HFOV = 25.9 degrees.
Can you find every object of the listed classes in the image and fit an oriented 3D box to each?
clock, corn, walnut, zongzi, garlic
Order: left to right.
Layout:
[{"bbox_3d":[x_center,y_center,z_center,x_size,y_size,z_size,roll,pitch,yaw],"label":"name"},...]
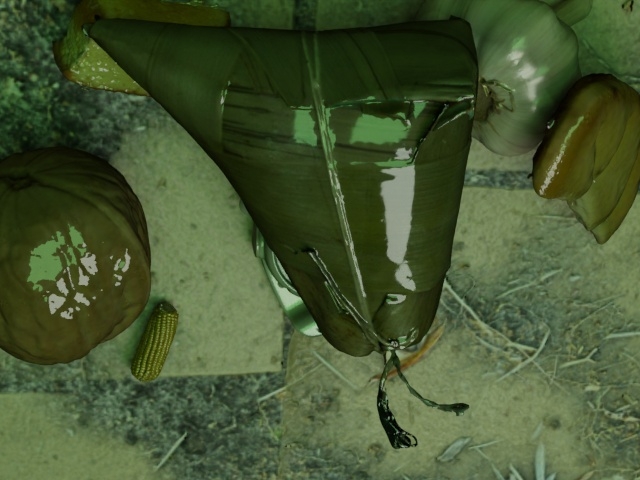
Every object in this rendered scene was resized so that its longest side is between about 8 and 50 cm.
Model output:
[{"bbox_3d":[-0.271,0.018,1.427,0.228,0.228,0.228,-3,108,-9],"label":"walnut"},{"bbox_3d":[-0.185,0.115,1.567,0.037,0.037,0.092,17,104,-15],"label":"corn"},{"bbox_3d":[-0.038,-0.017,1.432,0.418,0.181,0.447,5,115,0],"label":"zongzi"},{"bbox_3d":[0.000,0.000,1.552,0.151,0.062,0.191,-30,109,0],"label":"clock"},{"bbox_3d":[0.217,-0.218,1.490,0.226,0.199,0.199,-44,113,-28],"label":"garlic"}]

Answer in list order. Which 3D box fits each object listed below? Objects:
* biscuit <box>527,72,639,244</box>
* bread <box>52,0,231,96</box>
[{"bbox_3d":[0.303,-0.090,1.498,0.045,0.299,0.154,30,92,27],"label":"biscuit"},{"bbox_3d":[-0.180,-0.200,1.443,0.187,0.065,0.103,10,134,-15],"label":"bread"}]
